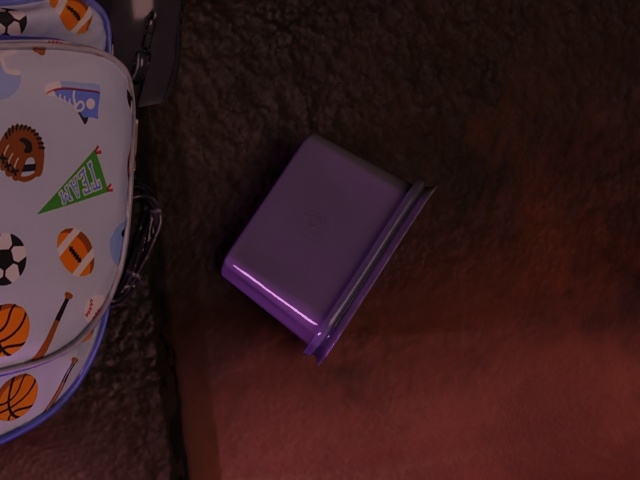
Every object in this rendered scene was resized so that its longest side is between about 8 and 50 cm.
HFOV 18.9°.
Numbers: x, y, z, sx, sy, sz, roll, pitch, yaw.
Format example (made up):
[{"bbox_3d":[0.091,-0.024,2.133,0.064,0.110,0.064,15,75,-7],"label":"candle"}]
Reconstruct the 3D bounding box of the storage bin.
[{"bbox_3d":[0.000,0.000,1.266,0.091,0.098,0.135,34,78,1],"label":"storage bin"}]

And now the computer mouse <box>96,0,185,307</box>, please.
[{"bbox_3d":[-0.121,-0.076,1.212,0.071,0.041,0.242,1,95,-30],"label":"computer mouse"}]

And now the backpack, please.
[{"bbox_3d":[-0.226,-0.010,1.075,0.277,0.213,0.263,-4,105,-30],"label":"backpack"}]
